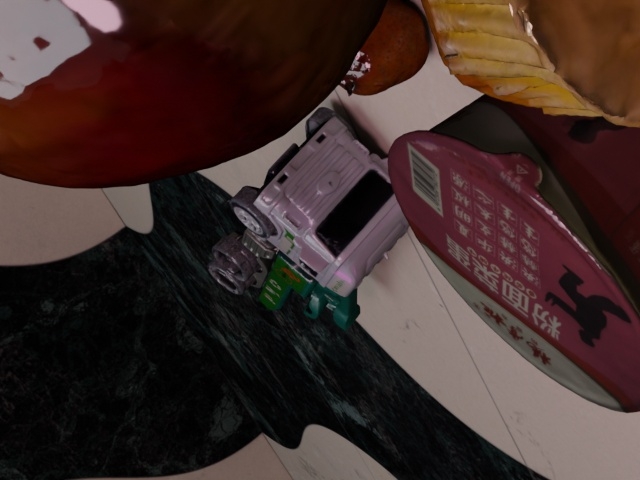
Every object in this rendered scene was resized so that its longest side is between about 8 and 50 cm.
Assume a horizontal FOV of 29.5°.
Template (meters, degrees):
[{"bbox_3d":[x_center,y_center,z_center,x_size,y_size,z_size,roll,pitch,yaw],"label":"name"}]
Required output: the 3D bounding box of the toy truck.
[{"bbox_3d":[-0.005,-0.005,1.395,0.178,0.176,0.363,39,162,6],"label":"toy truck"}]

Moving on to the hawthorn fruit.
[{"bbox_3d":[0.044,-0.163,1.039,0.081,0.093,0.081,43,160,20],"label":"hawthorn fruit"}]

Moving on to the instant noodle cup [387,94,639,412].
[{"bbox_3d":[0.186,-0.029,0.795,0.235,0.178,0.235,46,166,15],"label":"instant noodle cup"}]

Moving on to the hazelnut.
[{"bbox_3d":[-0.135,-0.234,0.775,0.421,0.421,0.353,44,-167,21],"label":"hazelnut"}]

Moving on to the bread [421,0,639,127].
[{"bbox_3d":[0.111,-0.194,0.562,0.156,0.204,0.288,14,122,62],"label":"bread"}]
